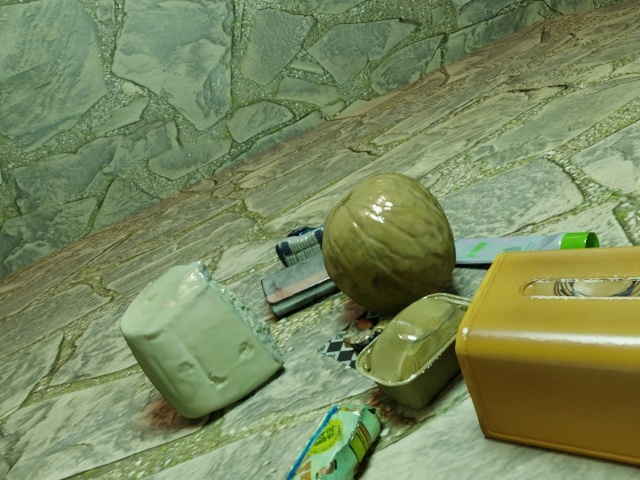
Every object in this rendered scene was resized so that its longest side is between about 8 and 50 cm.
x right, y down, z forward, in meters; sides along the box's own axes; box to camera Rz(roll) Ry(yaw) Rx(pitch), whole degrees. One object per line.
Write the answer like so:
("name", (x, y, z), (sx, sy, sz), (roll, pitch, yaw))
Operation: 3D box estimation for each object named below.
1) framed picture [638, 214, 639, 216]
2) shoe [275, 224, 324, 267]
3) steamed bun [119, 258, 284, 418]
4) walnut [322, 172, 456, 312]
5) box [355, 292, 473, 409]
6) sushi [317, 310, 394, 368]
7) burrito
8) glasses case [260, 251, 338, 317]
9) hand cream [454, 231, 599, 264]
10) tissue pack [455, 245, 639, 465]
("framed picture", (0.652, -0.082, 0.763), (0.197, 0.014, 0.252), (-35, 24, -28))
("shoe", (0.000, 0.000, 1.137), (0.207, 0.092, 0.106), (-10, 25, 33))
("steamed bun", (-0.196, 0.143, 0.819), (0.200, 0.226, 0.170), (-31, 22, -14))
("walnut", (0.115, 0.008, 0.829), (0.228, 0.228, 0.228), (-20, 22, 8))
("box", (0.131, 0.136, 0.667), (0.177, 0.111, 0.111), (-35, 24, -27))
("sushi", (0.067, 0.147, 0.811), (0.120, 0.026, 0.126), (-36, 24, -26))
("burrito", (-0.031, 0.281, 0.558), (0.104, 0.054, 0.288), (-5, 28, 40))
("glasses case", (0.029, 0.053, 1.021), (0.299, 0.060, 0.114), (-25, 30, -3))
("hand cream", (0.317, 0.015, 0.854), (0.079, 0.050, 0.275), (-5, 2, -38))
("tissue pack", (0.308, 0.101, 0.516), (0.274, 0.145, 0.194), (-4, 27, 39))
